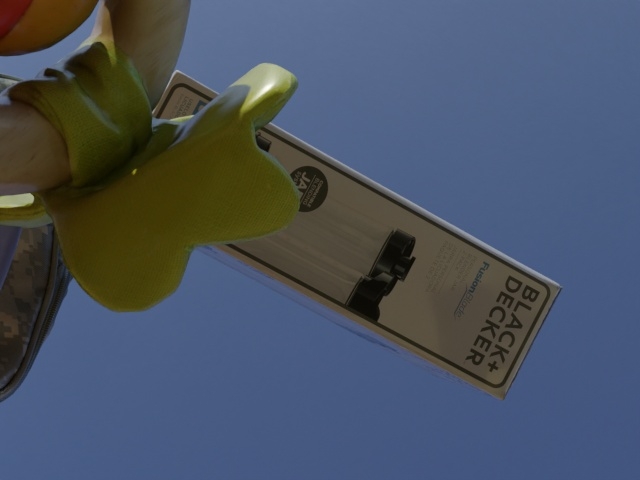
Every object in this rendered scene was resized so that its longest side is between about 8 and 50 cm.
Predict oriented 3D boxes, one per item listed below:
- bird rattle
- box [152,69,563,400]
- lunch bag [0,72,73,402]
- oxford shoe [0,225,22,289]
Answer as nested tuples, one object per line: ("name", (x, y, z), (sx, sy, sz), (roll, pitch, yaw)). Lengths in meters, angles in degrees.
("bird rattle", (-0.136, -0.079, 0.490), (0.143, 0.253, 0.207), (0, -102, 60))
("box", (0.000, 0.000, 0.913), (0.290, 0.169, 0.087), (28, -95, -11))
("lunch bag", (-0.328, 0.034, 1.002), (0.305, 0.212, 0.256), (-27, -119, 49))
("oxford shoe", (-0.222, 0.098, 0.600), (0.133, 0.130, 0.364), (14, -107, 51))
